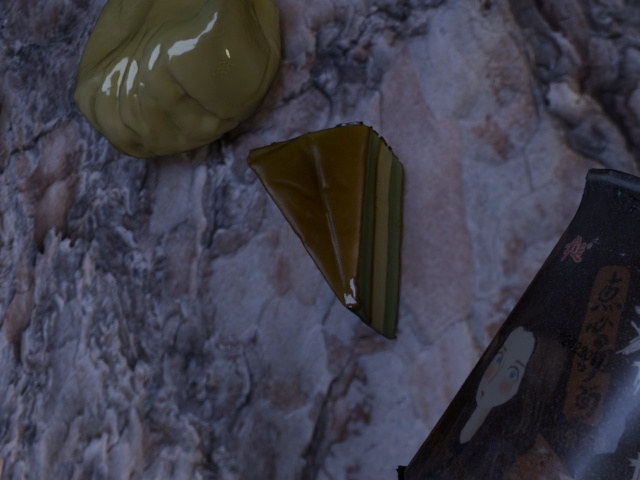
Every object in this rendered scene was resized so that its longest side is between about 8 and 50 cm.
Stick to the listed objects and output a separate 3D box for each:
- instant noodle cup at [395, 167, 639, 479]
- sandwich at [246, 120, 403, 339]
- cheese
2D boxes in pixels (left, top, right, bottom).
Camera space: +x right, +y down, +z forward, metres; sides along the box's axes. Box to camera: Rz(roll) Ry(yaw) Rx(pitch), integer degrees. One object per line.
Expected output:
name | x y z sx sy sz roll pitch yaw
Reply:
instant noodle cup | 0.170 0.103 0.457 0.207 0.217 0.217 -52 52 5
sandwich | 0.000 0.000 0.683 0.113 0.079 0.163 -10 62 27
cheese | -0.145 -0.192 0.849 0.214 0.117 0.226 -24 51 22
